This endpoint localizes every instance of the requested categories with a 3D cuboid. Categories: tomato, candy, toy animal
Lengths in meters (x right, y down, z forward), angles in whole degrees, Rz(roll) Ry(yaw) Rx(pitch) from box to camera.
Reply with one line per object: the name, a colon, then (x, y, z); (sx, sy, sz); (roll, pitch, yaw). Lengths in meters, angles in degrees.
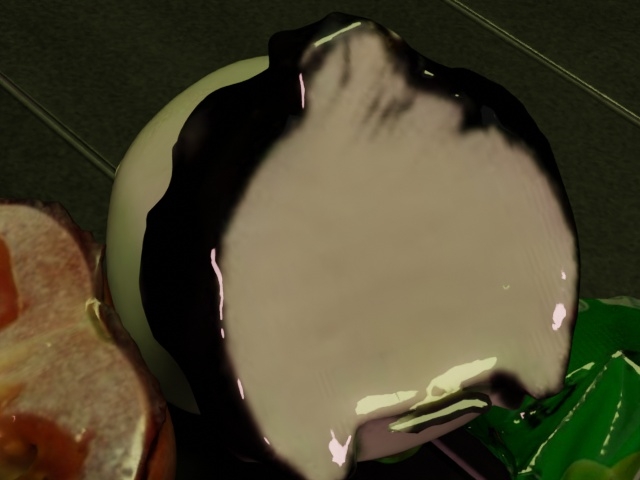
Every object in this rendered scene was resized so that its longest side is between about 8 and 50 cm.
tomato: (-0.165, 0.095, 0.728); (0.199, 0.112, 0.228); (-20, 50, -5)
candy: (0.160, 0.080, 0.842); (0.203, 0.078, 0.141); (1, 40, -19)
toy animal: (0.003, 0.009, 0.788); (0.212, 0.213, 0.267); (0, 1, -12)
